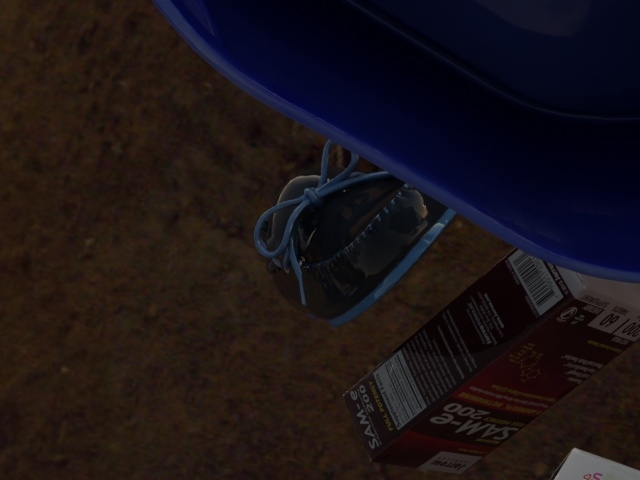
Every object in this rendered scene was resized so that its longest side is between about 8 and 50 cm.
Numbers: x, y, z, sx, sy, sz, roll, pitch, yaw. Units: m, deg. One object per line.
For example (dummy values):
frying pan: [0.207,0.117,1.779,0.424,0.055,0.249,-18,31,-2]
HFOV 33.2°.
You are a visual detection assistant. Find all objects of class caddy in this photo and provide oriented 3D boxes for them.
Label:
caddy: [0.089,-0.129,0.372,0.241,0.341,0.179,-56,13,25]

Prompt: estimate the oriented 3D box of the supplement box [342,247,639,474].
supplement box: [0.149,0.099,0.895,0.239,0.130,0.073,-44,49,26]

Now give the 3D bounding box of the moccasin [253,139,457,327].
moccasin: [0.000,0.000,0.893,0.138,0.117,0.342,-43,4,-20]

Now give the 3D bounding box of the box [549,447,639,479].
box: [0.422,0.420,1.369,0.231,0.262,0.127,14,54,44]
